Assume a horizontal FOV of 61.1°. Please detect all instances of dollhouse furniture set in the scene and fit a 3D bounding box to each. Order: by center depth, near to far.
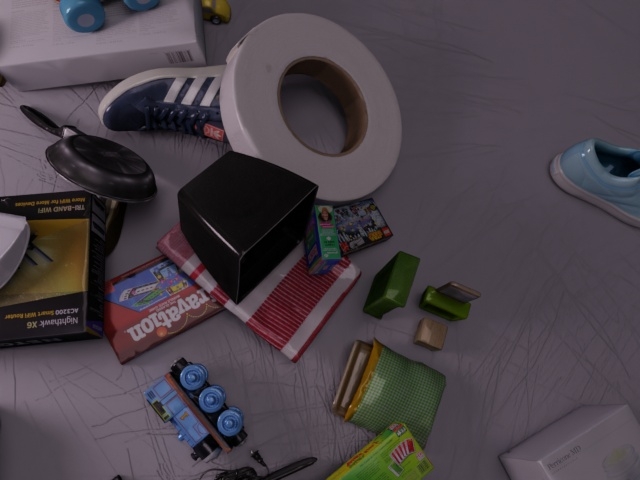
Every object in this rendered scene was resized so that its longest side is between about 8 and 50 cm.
[{"bbox_3d":[0.163,0.207,0.981,0.198,0.151,0.301,24,69,-4],"label":"dollhouse furniture set"}]

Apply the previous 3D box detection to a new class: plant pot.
[{"bbox_3d":[-0.137,-0.037,0.924,0.167,0.188,0.187,38,61,12],"label":"plant pot"}]

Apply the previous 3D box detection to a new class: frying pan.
[{"bbox_3d":[-0.417,-0.171,1.007,0.197,0.053,0.326,9,30,-45],"label":"frying pan"}]

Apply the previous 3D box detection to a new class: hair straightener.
[{"bbox_3d":[-0.114,0.402,0.917,0.231,0.047,0.088,-11,74,-11],"label":"hair straightener"}]

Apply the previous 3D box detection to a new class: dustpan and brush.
[{"bbox_3d":[-0.532,0.060,0.823,0.148,0.060,0.211,9,65,14],"label":"dustpan and brush"}]

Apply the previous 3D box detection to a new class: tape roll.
[{"bbox_3d":[-0.009,-0.256,1.077,0.393,0.072,0.391,7,76,-30],"label":"tape roll"}]

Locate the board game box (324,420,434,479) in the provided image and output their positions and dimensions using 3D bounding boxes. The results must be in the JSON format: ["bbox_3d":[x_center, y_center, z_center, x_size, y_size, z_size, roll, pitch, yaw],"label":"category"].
[{"bbox_3d":[0.093,0.401,0.916,0.181,0.043,0.092,-33,87,-19],"label":"board game box"}]

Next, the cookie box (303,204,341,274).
[{"bbox_3d":[0.000,0.000,0.999,0.040,0.092,0.107,-3,70,-19],"label":"cookie box"}]

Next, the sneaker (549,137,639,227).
[{"bbox_3d":[0.718,-0.126,1.219,0.366,0.150,0.135,16,70,-7],"label":"sneaker"}]

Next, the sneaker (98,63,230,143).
[{"bbox_3d":[-0.240,-0.246,1.055,0.350,0.131,0.148,-17,72,-18],"label":"sneaker"}]

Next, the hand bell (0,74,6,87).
[{"bbox_3d":[-0.735,-0.322,1.003,0.242,0.126,0.126,-13,75,-3],"label":"hand bell"}]

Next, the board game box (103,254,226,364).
[{"bbox_3d":[-0.263,0.093,0.992,0.282,0.027,0.145,-28,81,-20],"label":"board game box"}]

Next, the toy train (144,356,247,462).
[{"bbox_3d":[-0.207,0.288,0.914,0.105,0.080,0.184,-40,86,-12],"label":"toy train"}]

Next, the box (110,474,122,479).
[{"bbox_3d":[-0.360,0.466,0.843,0.162,0.029,0.116,-32,81,-19],"label":"box"}]

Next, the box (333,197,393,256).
[{"bbox_3d":[0.071,-0.027,1.085,0.137,0.027,0.093,-19,75,-36],"label":"box"}]

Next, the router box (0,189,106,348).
[{"bbox_3d":[-0.522,0.052,0.892,0.309,0.081,0.242,-6,73,-3],"label":"router box"}]

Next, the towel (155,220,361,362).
[{"bbox_3d":[-0.104,0.037,1.018,0.329,0.037,0.237,40,61,0],"label":"towel"}]

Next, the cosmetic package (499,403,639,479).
[{"bbox_3d":[0.494,0.448,0.983,0.224,0.138,0.224,-22,76,-19],"label":"cosmetic package"}]

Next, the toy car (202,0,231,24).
[{"bbox_3d":[-0.340,-0.539,1.173,0.239,0.053,0.224,-30,81,-20],"label":"toy car"}]

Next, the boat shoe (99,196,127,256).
[{"bbox_3d":[-0.394,-0.043,0.998,0.049,0.056,0.152,9,70,6],"label":"boat shoe"}]

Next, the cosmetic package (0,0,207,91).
[{"bbox_3d":[-0.426,-0.459,1.065,0.378,0.097,0.284,-7,75,-1],"label":"cosmetic package"}]

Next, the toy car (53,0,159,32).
[{"bbox_3d":[-0.415,-0.531,0.915,0.211,0.238,0.219,-25,73,-7],"label":"toy car"}]
